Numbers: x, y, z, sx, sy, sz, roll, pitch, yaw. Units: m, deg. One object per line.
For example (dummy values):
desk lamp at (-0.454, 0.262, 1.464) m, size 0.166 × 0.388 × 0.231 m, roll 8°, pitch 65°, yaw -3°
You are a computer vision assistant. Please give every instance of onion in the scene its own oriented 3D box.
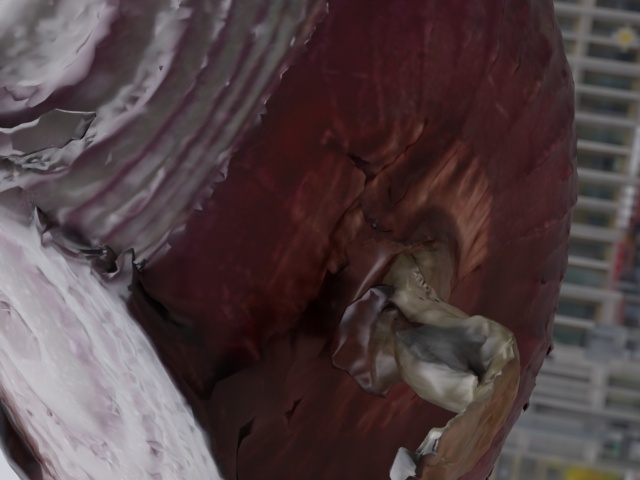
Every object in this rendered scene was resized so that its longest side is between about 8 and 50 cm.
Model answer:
onion at (-0.014, -0.011, 0.617) m, size 0.230 × 0.272 × 0.256 m, roll -43°, pitch -23°, yaw -29°
